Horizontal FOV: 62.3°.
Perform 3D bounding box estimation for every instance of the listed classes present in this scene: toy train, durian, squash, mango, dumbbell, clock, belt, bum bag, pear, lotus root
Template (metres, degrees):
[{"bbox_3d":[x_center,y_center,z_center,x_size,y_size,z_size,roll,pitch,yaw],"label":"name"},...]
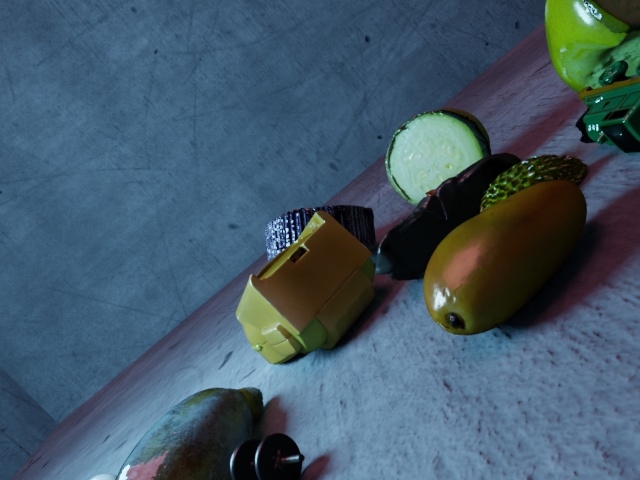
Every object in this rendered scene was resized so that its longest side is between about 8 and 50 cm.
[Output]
[{"bbox_3d":[0.449,-0.190,0.767,0.136,0.091,0.227,-51,10,-2],"label":"toy train"},{"bbox_3d":[0.313,-0.061,0.819,0.215,0.086,0.100,-34,-23,18],"label":"durian"},{"bbox_3d":[0.250,-0.182,1.119,0.220,0.220,0.133,-34,14,32],"label":"squash"},{"bbox_3d":[0.220,0.012,0.637,0.253,0.113,0.138,-41,9,-15],"label":"mango"},{"bbox_3d":[-0.068,0.280,0.660,0.147,0.069,0.069,-32,12,42],"label":"dumbbell"},{"bbox_3d":[-0.046,0.115,1.049,0.244,0.200,0.317,-42,1,-28],"label":"clock"},{"bbox_3d":[0.000,0.000,1.267,0.260,0.122,0.325,-9,-12,-3],"label":"belt"},{"bbox_3d":[0.214,-0.041,0.898,0.326,0.080,0.142,-38,-36,-9],"label":"bum bag"},{"bbox_3d":[0.487,-0.333,0.878,0.292,0.292,0.160,164,122,-69],"label":"pear"},{"bbox_3d":[-0.186,0.306,0.797,0.158,0.140,0.322,-35,8,30],"label":"lotus root"}]

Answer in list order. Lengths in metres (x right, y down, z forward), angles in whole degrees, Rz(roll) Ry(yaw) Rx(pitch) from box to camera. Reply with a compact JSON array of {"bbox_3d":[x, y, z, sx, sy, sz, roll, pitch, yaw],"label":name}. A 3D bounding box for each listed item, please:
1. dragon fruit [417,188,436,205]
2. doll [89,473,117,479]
[{"bbox_3d":[0.233,-0.061,1.048,0.116,0.086,0.081,-41,43,52],"label":"dragon fruit"},{"bbox_3d":[-0.361,0.466,0.849,0.138,0.119,0.293,-25,3,-6],"label":"doll"}]
